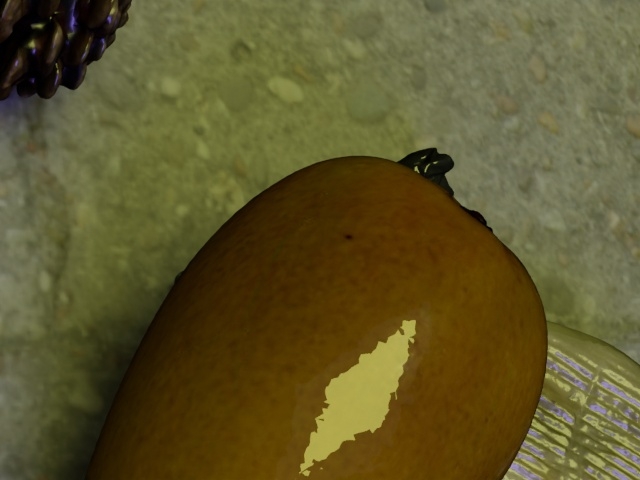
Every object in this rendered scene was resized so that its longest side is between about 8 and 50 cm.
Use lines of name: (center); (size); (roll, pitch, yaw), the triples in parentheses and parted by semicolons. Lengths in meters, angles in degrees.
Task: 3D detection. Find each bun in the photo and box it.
bun: (0.148, 0.150, 1.123); (0.193, 0.128, 0.178); (33, 54, -6)

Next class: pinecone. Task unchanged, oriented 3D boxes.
pinecone: (-0.209, -0.179, 0.982); (0.204, 0.179, 0.184); (13, 40, -12)

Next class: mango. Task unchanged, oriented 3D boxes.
mango: (-0.016, 0.119, 0.940); (0.221, 0.264, 0.378); (34, 71, 2)

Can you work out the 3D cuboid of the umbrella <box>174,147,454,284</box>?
umbrella: (0.000, 0.000, 1.124); (0.235, 0.059, 0.066); (-27, 126, -36)
